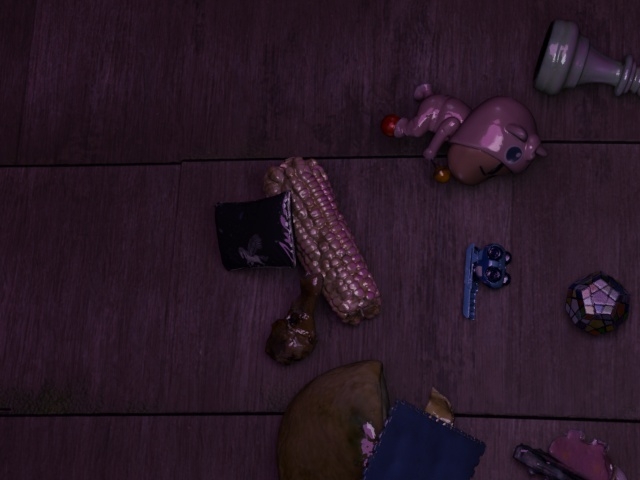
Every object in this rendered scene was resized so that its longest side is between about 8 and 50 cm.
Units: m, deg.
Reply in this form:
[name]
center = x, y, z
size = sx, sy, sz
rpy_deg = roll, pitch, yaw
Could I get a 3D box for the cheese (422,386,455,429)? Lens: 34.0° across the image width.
[cheese]
center = 0.206, 0.301, 1.823
size = 0.060, 0.041, 0.084
rpy_deg = 19, 94, 23

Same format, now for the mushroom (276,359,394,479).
[mushroom]
center = 0.022, 0.358, 1.771
size = 0.217, 0.212, 0.292
rpy_deg = -11, 80, 4

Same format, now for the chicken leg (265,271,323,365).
[chicken leg]
center = -0.035, 0.140, 1.873
size = 0.085, 0.069, 0.198
rpy_deg = 39, 119, 35

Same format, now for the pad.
[pad]
center = 0.149, 0.415, 1.703
size = 0.012, 0.269, 0.270
rpy_deg = 13, 73, 48

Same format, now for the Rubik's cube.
[Rubik's cube]
center = 0.475, 0.108, 1.795
size = 0.093, 0.111, 0.111
rpy_deg = -1, 72, -17

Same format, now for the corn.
[corn]
center = 0.002, 0.000, 1.916
size = 0.126, 0.126, 0.335
rpy_deg = -26, 74, 3

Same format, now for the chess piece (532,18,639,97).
[chess piece]
center = 0.532, -0.305, 1.897
size = 0.271, 0.139, 0.139
rpy_deg = 16, 78, 5

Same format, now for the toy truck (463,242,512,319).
[toy truck]
center = 0.295, 0.073, 1.863
size = 0.074, 0.063, 0.136
rpy_deg = -3, 74, 31

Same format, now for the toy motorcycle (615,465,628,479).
[toy motorcycle]
center = 0.471, 0.489, 1.691
size = 0.112, 0.112, 0.254
rpy_deg = -12, 66, 8

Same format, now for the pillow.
[pillow]
center = -0.119, -0.012, 1.916
size = 0.208, 0.055, 0.141
rpy_deg = -7, 87, 46

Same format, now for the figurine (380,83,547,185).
[figurine]
center = 0.262, -0.188, 1.907
size = 0.287, 0.176, 0.186
rpy_deg = 24, 98, 23

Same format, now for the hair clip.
[hair clip]
center = 0.403, 0.381, 1.718
size = 0.187, 0.056, 0.146
rpy_deg = 17, 86, 45
